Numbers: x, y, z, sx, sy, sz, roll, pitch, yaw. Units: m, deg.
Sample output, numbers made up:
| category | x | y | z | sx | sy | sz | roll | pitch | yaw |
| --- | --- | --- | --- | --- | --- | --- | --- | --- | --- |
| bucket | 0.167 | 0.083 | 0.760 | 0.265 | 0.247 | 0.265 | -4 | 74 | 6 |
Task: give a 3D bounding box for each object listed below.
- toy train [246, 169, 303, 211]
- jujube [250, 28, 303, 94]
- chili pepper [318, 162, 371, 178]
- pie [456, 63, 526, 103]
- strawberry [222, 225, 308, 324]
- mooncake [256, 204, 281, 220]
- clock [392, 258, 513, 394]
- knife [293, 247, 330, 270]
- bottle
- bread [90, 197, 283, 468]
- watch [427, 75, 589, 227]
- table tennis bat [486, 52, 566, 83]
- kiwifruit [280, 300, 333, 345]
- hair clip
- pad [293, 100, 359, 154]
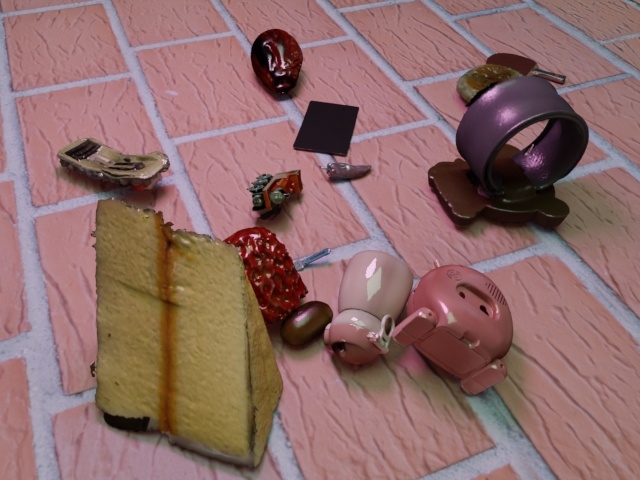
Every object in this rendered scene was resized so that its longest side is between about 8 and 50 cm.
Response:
| category | x | y | z | sx | sy | sz | roll | pitch | yaw |
| --- | --- | --- | --- | --- | --- | --- | --- | --- | --- |
| toy train | -0.113 | -0.127 | 1.516 | 0.119 | 0.074 | 0.176 | -8 | 19 | 11 |
| jujube | -0.135 | -0.566 | 1.924 | 0.168 | 0.168 | 0.236 | -8 | 53 | -10 |
| chili pepper | 0.069 | -0.192 | 1.646 | 0.153 | 0.041 | 0.050 | -1 | 64 | -26 |
| pie | 0.577 | -0.468 | 1.921 | 0.303 | 0.066 | 0.302 | 2 | 45 | -2 |
| strawberry | -0.144 | 0.053 | 1.280 | 0.234 | 0.177 | 0.234 | 0 | 24 | 0 |
| mooncake | 0.000 | -0.010 | 1.456 | 0.150 | 0.057 | 0.347 | -31 | 56 | -28 |
| clock | 0.293 | 0.147 | 1.222 | 0.227 | 0.142 | 0.241 | 36 | 46 | -2 |
| knife | -0.020 | 0.042 | 1.415 | 0.096 | 0.010 | 0.027 | -26 | 55 | 1 |
| bottle | 0.094 | 0.150 | 1.252 | 0.148 | 0.147 | 0.236 | 16 | 56 | 13 |
| bread | -0.267 | 0.161 | 1.097 | 0.346 | 0.404 | 0.242 | 3 | 34 | 17 |
| watch | 0.468 | -0.222 | 1.496 | 0.336 | 0.326 | 0.314 | -10 | 47 | -11 |
| table tennis bat | 0.707 | -0.592 | 2.081 | 0.274 | 0.021 | 0.154 | 25 | 50 | 22 |
| kiwifruit | -0.029 | 0.173 | 1.267 | 0.125 | 0.075 | 0.075 | -32 | 55 | -24 |
| hair clip | -0.539 | -0.189 | 1.584 | 0.322 | 0.091 | 0.138 | 16 | 46 | 26 |
| pad | 0.021 | -0.342 | 1.813 | 0.160 | 0.009 | 0.265 | 9 | 45 | 6 |
